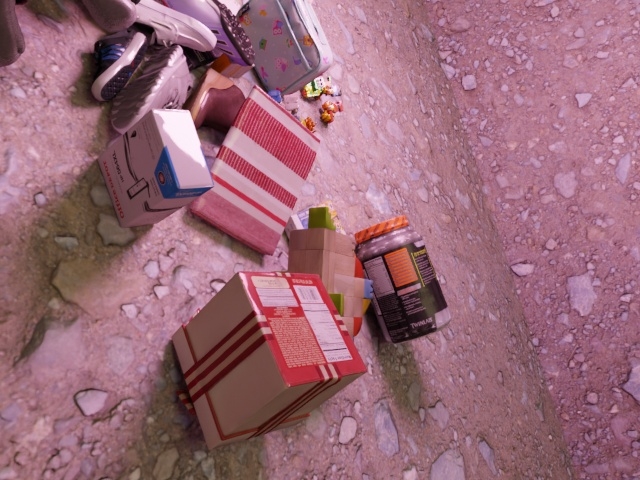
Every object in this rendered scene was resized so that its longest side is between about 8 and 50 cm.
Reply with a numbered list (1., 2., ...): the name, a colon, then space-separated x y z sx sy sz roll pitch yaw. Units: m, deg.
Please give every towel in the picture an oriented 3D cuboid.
1. towel: -0.141 -0.158 1.173 0.237 0.037 0.329 35 71 -38

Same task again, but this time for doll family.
1. doll family: -0.069 -0.269 1.341 0.163 0.118 0.263 70 18 -59

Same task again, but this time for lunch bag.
1. lunch bag: -0.102 -0.566 1.398 0.108 0.223 0.279 -37 102 -54

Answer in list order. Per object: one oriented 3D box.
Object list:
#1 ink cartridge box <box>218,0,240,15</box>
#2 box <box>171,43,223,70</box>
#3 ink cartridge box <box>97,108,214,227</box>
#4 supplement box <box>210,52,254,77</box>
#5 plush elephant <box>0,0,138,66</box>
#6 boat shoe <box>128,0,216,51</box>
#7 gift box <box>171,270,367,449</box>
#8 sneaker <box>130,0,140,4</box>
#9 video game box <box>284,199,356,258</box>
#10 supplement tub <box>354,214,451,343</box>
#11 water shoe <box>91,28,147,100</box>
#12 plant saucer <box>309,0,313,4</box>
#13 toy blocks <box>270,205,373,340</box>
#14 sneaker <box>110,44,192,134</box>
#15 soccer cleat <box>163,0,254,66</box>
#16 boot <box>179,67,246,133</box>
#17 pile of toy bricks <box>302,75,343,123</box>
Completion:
1. ink cartridge box: -0.291 -0.660 1.322 0.171 0.056 0.235 36 42 -26
2. box: -0.311 -0.498 1.258 0.116 0.029 0.162 55 38 -14
3. ink cartridge box: -0.303 -0.125 0.914 0.085 0.203 0.148 -15 83 -52
4. supplement box: -0.229 -0.459 1.313 0.098 0.062 0.036 -22 88 -55
5. plush elephant: -0.522 -0.499 0.834 0.255 0.271 0.330 48 -17 38
6. boat shoe: -0.362 -0.471 1.121 0.257 0.095 0.084 16 83 -28
7. gift box: -0.108 0.206 0.948 0.255 0.258 0.277 13 42 -46
8. sneaker: -0.430 -0.595 0.972 0.106 0.101 0.268 -21 89 -52
9. video game box: 0.000 0.000 1.369 0.205 0.048 0.187 -28 97 -54
10. supplement tub: 0.231 0.112 1.466 0.207 0.207 0.338 -13 82 -54
11. water shoe: -0.426 -0.359 1.018 0.080 0.073 0.203 23 50 -9
12. plant saucer: -0.134 -0.859 1.641 0.332 0.084 0.333 28 51 -40
13. toy blocks: 0.031 0.134 1.206 0.260 0.190 0.382 16 74 -57
14. sneaker: -0.331 -0.298 1.053 0.282 0.105 0.115 -73 147 -40
15. soccer cleat: -0.287 -0.537 1.204 0.318 0.116 0.109 47 23 -27
16. boot: -0.221 -0.285 1.203 0.207 0.090 0.249 41 39 -28
17. pile of toy bricks: -0.011 -0.479 1.588 0.105 0.118 0.213 -15 93 -22
